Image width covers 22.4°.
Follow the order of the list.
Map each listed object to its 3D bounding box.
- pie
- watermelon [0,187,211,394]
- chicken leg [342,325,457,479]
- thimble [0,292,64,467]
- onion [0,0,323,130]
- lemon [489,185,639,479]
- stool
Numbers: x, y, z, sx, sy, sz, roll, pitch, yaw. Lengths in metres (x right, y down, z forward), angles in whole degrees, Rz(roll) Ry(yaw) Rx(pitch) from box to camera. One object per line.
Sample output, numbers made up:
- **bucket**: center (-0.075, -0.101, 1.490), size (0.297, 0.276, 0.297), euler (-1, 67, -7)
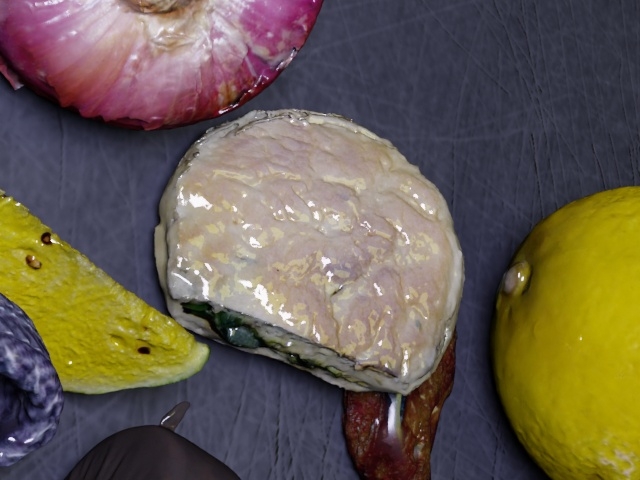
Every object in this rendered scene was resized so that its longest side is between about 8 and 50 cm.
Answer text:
- **pie**: center (0.002, -0.001, 1.033), size (0.218, 0.052, 0.185), euler (24, 64, -17)
- **watermelon**: center (-0.158, 0.038, 0.878), size (0.181, 0.092, 0.075), euler (43, 66, -39)
- **chicken leg**: center (0.062, 0.133, 1.097), size (0.106, 0.051, 0.253), euler (4, 80, -49)
- **thimble**: center (-0.188, 0.074, 0.826), size (0.095, 0.066, 0.104), euler (-41, 132, 5)
- **onion**: center (-0.110, -0.183, 0.942), size (0.230, 0.163, 0.230), euler (-9, 118, -18)
- **lemon**: center (0.226, 0.075, 1.149), size (0.219, 0.240, 0.240), euler (23, 60, -4)
- **stool**: center (-0.102, 0.196, 0.870), size (0.121, 0.125, 0.217), euler (43, 63, -31)
